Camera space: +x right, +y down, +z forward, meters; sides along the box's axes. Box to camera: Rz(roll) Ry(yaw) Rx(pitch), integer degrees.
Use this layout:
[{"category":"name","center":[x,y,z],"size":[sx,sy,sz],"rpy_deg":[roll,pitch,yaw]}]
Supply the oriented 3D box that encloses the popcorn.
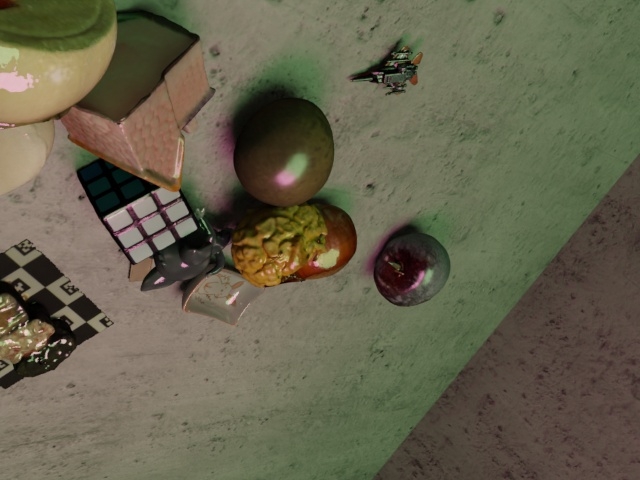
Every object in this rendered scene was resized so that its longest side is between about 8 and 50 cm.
[{"category":"popcorn","center":[-0.106,0.004,1.419],"size":[0.250,0.250,0.190],"rpy_deg":[-21,107,-24]}]

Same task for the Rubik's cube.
[{"category":"Rubik's cube","center":[-0.364,-0.079,1.202],"size":[0.162,0.160,0.163],"rpy_deg":[-32,143,-11]}]

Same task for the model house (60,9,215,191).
[{"category":"model house","center":[-0.324,-0.233,1.048],"size":[0.237,0.202,0.237],"rpy_deg":[87,28,-57]}]

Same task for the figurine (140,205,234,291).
[{"category":"figurine","center":[-0.294,0.027,1.358],"size":[0.193,0.140,0.265],"rpy_deg":[-27,165,20]}]

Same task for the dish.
[{"category":"dish","center":[-0.267,0.133,1.585],"size":[0.151,0.077,0.212],"rpy_deg":[-49,143,9]}]

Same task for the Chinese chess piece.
[{"category":"Chinese chess piece","center":[-0.433,-0.304,0.756],"size":[0.338,0.338,0.140],"rpy_deg":[2,146,-43]}]

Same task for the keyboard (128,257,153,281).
[{"category":"keyboard","center":[-0.414,0.030,1.396],"size":[0.055,0.017,0.166],"rpy_deg":[-5,132,-32]}]

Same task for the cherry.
[{"category":"cherry","center":[0.300,0.094,1.940],"size":[0.255,0.218,0.296],"rpy_deg":[-54,153,19]}]

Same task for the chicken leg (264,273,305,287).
[{"category":"chicken leg","center":[-0.104,0.089,1.700],"size":[0.233,0.063,0.105],"rpy_deg":[-9,130,-33]}]

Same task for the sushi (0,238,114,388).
[{"category":"sushi","center":[-0.650,0.208,1.300],"size":[0.296,0.100,0.373],"rpy_deg":[-32,143,-11]}]

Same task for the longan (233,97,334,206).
[{"category":"longan","center":[-0.077,-0.187,1.313],"size":[0.246,0.215,0.246],"rpy_deg":[-32,175,-3]}]

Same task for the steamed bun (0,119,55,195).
[{"category":"steamed bun","center":[-0.551,-0.190,0.885],"size":[0.282,0.177,0.283],"rpy_deg":[-14,158,-6]}]

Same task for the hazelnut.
[{"category":"hazelnut","center":[0.000,0.000,1.606],"size":[0.214,0.176,0.215],"rpy_deg":[-12,109,-37]}]

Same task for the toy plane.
[{"category":"toy plane","center":[0.158,-0.394,1.422],"size":[0.189,0.061,0.130],"rpy_deg":[-22,141,-24]}]
